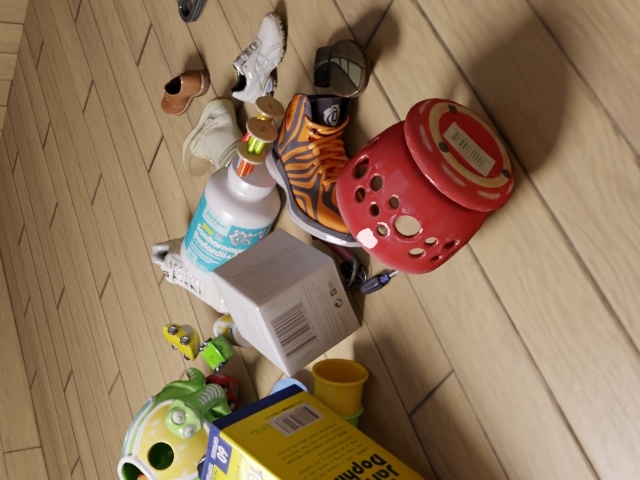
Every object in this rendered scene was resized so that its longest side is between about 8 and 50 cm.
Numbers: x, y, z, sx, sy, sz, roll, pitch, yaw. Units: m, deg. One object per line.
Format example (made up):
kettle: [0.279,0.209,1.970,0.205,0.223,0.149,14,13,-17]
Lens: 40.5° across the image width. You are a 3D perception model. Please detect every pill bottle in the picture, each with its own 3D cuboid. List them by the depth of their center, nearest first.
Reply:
pill bottle: [-0.167,-0.043,1.660,0.146,0.146,0.264,63,141,33]
pill bottle: [-0.173,0.182,1.768,0.116,0.065,0.065,-2,91,58]

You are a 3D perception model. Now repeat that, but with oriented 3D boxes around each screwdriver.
screwdriver: [0.113,0.049,1.336,0.170,0.025,0.024,-38,61,54]

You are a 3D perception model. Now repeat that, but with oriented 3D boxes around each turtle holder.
turtle holder: [-0.267,0.413,1.734,0.320,0.227,0.243,-20,102,50]

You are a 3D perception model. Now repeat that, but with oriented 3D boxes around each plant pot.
plant pot: [0.143,-0.077,1.131,0.174,0.191,0.191,-44,56,40]

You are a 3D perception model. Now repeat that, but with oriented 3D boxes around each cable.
cable: [-0.230,-0.548,1.831,0.139,0.072,0.287,56,152,15]

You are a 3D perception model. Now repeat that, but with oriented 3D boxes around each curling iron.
curling iron: [0.000,0.000,1.501,0.274,0.035,0.068,47,131,45]

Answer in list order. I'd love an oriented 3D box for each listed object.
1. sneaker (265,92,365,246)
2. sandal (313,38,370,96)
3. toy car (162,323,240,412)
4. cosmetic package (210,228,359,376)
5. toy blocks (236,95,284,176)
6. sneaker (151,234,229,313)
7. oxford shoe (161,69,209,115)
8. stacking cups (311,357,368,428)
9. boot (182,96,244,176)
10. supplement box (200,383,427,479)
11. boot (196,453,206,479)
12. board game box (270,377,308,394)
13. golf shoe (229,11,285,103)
sneaker: [0.006,-0.134,1.396,0.321,0.124,0.180,51,134,43]
sandal: [0.043,-0.273,1.395,0.219,0.060,0.090,-154,70,-70]
toy car: [-0.219,0.240,1.777,0.239,0.053,0.225,51,152,2]
cosmetic package: [-0.060,0.099,1.452,0.183,0.151,0.151,30,148,54]
toy blocks: [-0.117,-0.157,1.486,0.123,0.054,0.148,-78,13,-46]
sneaker: [-0.272,0.076,1.871,0.292,0.118,0.110,36,121,49]
oxford shoe: [-0.326,-0.338,1.959,0.212,0.076,0.076,-24,74,58]
stacking cups: [0.026,0.360,1.460,0.096,0.096,0.316,29,122,54]
boot: [-0.213,-0.168,1.791,0.213,0.077,0.165,-55,50,41]
supplement box: [0.005,0.408,1.290,0.356,0.195,0.194,30,120,32]
boot: [-0.146,0.496,1.529,0.246,0.207,0.094,28,119,9]
board game box: [-0.034,0.333,1.593,0.133,0.033,0.169,-36,68,48]
golf shoe: [-0.120,-0.340,1.617,0.069,0.086,0.176,42,125,51]
